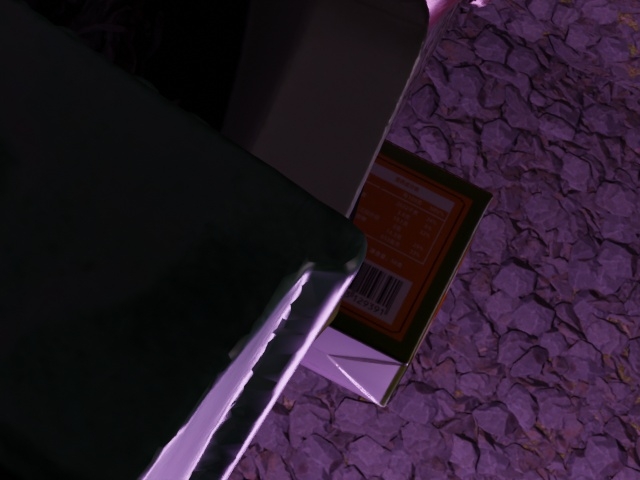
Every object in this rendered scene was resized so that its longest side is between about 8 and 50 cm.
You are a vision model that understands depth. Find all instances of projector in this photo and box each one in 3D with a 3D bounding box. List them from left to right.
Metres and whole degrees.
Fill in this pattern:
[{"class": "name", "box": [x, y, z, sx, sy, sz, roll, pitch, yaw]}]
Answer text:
[{"class": "projector", "box": [-0.041, -0.033, 0.772, 0.257, 0.079, 0.259, -106, -143, -58]}]

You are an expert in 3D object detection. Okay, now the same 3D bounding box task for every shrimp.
[{"class": "shrimp", "box": [-0.089, -0.050, 0.698, 0.057, 0.065, 0.165, -15, 141, -50]}]

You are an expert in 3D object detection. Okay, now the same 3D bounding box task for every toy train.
[{"class": "toy train", "box": [-0.116, 0.079, 0.448, 0.202, 0.145, 0.266, -54, 177, -38]}]

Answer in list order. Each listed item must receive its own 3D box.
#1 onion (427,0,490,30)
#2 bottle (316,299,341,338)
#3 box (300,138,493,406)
[{"class": "onion", "box": [0.048, -0.181, 0.951, 0.230, 0.163, 0.230, -158, -90, -81]}, {"class": "bottle", "box": [-0.107, 0.086, 0.958, 0.260, 0.112, 0.112, -48, 173, -13]}, {"class": "box", "box": [0.000, 0.000, 1.324, 0.148, 0.195, 0.177, -63, 176, -14]}]
